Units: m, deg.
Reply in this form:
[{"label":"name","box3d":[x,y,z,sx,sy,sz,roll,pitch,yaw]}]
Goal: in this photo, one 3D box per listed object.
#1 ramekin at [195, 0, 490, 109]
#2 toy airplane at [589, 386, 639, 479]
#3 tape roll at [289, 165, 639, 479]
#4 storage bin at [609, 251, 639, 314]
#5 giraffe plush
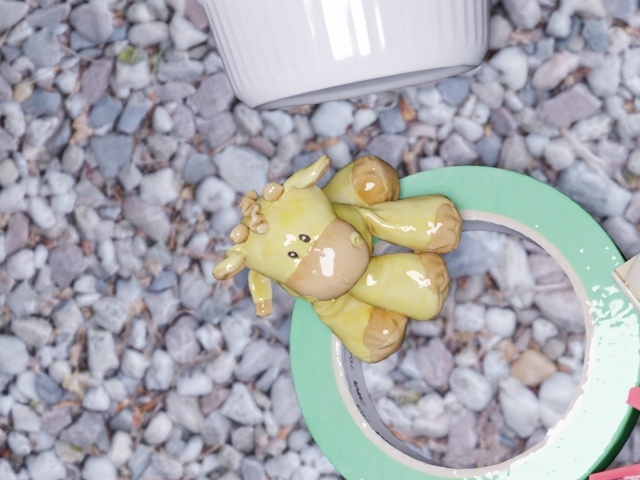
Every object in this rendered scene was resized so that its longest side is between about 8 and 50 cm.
[{"label":"ramekin","box3d":[0.029,-0.197,1.531,0.273,0.273,0.127,-11,91,15]},{"label":"toy airplane","box3d":[0.292,0.183,1.462,0.151,0.028,0.151,-2,98,-16]},{"label":"tape roll","box3d":[0.134,0.095,1.545,0.321,0.077,0.321,-3,80,17]},{"label":"storage bin","box3d":[0.429,0.046,1.407,0.260,0.123,0.262,-31,73,-11]},{"label":"giraffe plush","box3d":[0.000,0.000,1.470,0.210,0.170,0.181,14,86,18]}]
